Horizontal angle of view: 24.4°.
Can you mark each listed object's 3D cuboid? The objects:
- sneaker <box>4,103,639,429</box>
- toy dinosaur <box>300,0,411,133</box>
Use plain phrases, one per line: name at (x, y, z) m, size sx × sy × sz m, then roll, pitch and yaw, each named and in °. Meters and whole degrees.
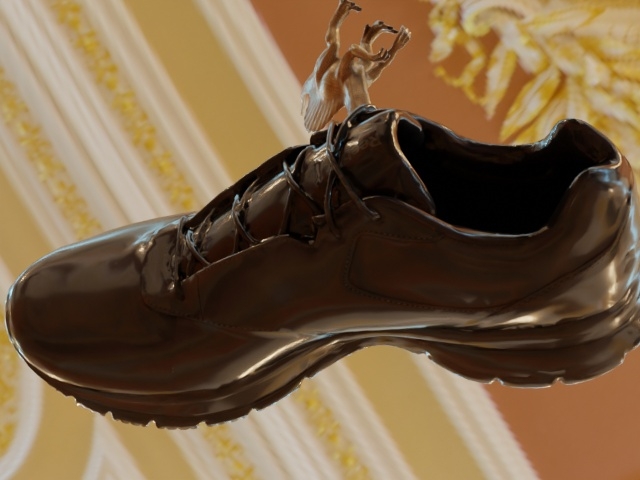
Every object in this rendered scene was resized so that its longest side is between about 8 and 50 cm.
sneaker at (0.000, 0.000, 0.635) m, size 0.286 × 0.109 × 0.130 m, roll -9°, pitch -39°, yaw 3°
toy dinosaur at (0.012, -0.116, 1.016) m, size 0.053 × 0.183 × 0.093 m, roll 28°, pitch -87°, yaw -22°
